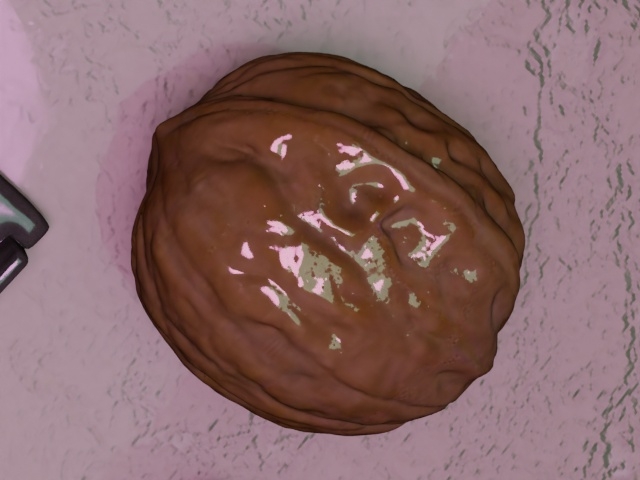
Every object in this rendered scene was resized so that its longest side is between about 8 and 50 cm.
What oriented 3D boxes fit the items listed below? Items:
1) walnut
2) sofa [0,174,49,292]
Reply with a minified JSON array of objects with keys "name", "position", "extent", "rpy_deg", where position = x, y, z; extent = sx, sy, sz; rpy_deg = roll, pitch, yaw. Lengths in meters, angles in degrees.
[{"name":"walnut","position":[0.000,0.000,0.821],"extent":[0.213,0.213,0.213],"rpy_deg":[-2,100,-14]},{"name":"sofa","position":[-0.224,-0.025,0.823],"extent":[0.147,0.060,0.085],"rpy_deg":[44,86,-16]}]
